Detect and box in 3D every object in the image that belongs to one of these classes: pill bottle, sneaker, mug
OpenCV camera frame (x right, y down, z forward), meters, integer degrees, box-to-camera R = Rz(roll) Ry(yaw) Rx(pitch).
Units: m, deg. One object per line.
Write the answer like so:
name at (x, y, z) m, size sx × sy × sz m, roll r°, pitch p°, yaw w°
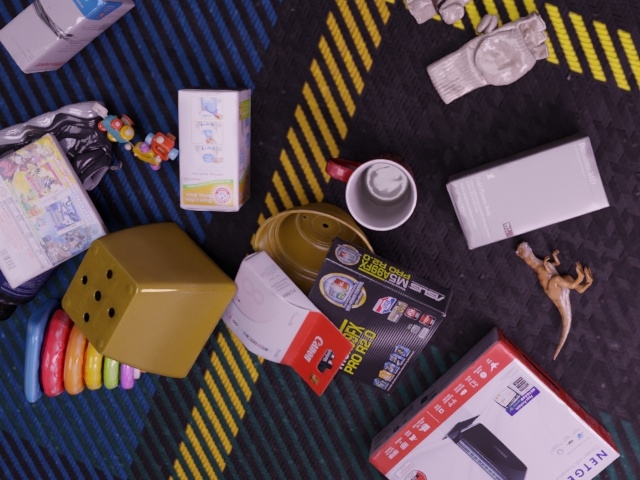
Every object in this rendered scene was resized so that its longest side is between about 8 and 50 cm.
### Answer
pill bottle at (-0.560, 0.041, 1.498) m, size 0.123 × 0.123 × 0.219 m, roll 40°, pitch 105°, yaw -3°
sneaker at (-0.490, -0.144, 1.452) m, size 0.268 × 0.101 × 0.153 m, roll -19°, pitch 98°, yaw 10°
mug at (0.096, -0.105, 1.342) m, size 0.113 × 0.169 × 0.150 m, roll -37°, pitch 95°, yaw 15°

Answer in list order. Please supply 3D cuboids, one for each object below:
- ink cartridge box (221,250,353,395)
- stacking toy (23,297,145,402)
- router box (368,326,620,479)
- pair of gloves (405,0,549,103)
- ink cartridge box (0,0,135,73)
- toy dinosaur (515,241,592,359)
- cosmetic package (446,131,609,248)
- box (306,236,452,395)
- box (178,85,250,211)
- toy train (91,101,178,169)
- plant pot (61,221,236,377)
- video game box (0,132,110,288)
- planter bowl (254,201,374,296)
ink cartridge box at (-0.067, 0.156, 1.408) m, size 0.232 × 0.066 × 0.189 m, roll 49°, pitch 141°, yaw 19°
stacking toy at (-0.393, 0.220, 1.521) m, size 0.301 × 0.175 × 0.166 m, roll 6°, pitch 106°, yaw -7°
router box at (0.310, 0.377, 1.473) m, size 0.301 × 0.082 × 0.335 m, roll 42°, pitch 105°, yaw -3°
pair of gloves at (0.254, -0.364, 1.322) m, size 0.204 × 0.042 × 0.240 m, roll -19°, pitch 101°, yaw 12°
ink cartridge box at (-0.429, -0.375, 1.368) m, size 0.190 × 0.139 × 0.082 m, roll -32°, pitch 98°, yaw 14°
toy dinosaur at (0.417, 0.087, 1.407) m, size 0.112 × 0.064 × 0.212 m, roll -27°, pitch 89°, yaw 32°
cosmetic package at (0.344, -0.084, 1.346) m, size 0.237 × 0.107 × 0.127 m, roll -20°, pitch 97°, yaw 16°
box at (0.076, 0.139, 1.396) m, size 0.216 × 0.060 × 0.270 m, roll 25°, pitch 136°, yaw 0°
box at (-0.181, -0.161, 1.397) m, size 0.103 × 0.114 × 0.203 m, roll 3°, pitch 103°, yaw 5°
toy train at (-0.307, -0.184, 1.379) m, size 0.166 × 0.125 × 0.046 m, roll 33°, pitch 66°, yaw 5°
plant pot at (-0.314, 0.100, 1.399) m, size 0.212 × 0.187 × 0.212 m, roll 41°, pitch 109°, yaw 30°
video game box at (-0.494, -0.051, 1.387) m, size 0.187 × 0.048 × 0.205 m, roll -27°, pitch 98°, yaw -1°
planter bowl at (0.000, 0.000, 1.405) m, size 0.217 × 0.090 × 0.217 m, roll 9°, pitch 136°, yaw 9°
